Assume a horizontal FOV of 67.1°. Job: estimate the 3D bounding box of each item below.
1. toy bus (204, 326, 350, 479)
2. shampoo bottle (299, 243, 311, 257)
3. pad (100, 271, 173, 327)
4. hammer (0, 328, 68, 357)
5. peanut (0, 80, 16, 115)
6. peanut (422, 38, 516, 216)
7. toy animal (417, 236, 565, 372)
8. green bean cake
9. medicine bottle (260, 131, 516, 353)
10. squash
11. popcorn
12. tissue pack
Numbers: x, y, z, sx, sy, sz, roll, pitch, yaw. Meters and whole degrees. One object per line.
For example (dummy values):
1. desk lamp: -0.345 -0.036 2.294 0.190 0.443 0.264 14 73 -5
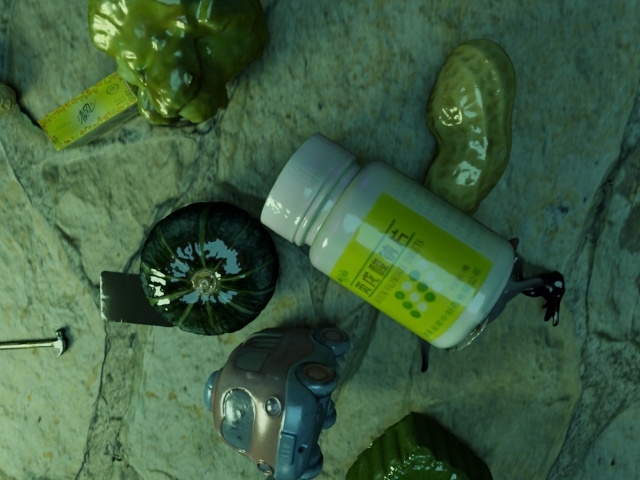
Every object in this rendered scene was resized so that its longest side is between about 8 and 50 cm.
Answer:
1. toy bus: -0.082 0.272 0.885 0.232 0.294 0.197 12 109 10
2. shampoo bottle: 0.000 0.000 0.928 0.165 0.040 0.080 41 99 -9
3. pad: -0.377 0.123 0.998 0.157 0.003 0.112 6 106 1
4. hammer: -0.627 0.226 1.031 0.182 0.017 0.062 -5 105 6
5. peanut: -0.638 -0.257 0.865 0.175 0.080 0.080 -5 105 3
6. peanut: 0.251 -0.180 0.826 0.147 0.147 0.305 -2 110 3
7. toy animal: 0.309 0.121 0.923 0.324 0.090 0.195 -25 103 7
8. green bean cake: 0.206 0.518 1.004 0.247 0.156 0.250 37 104 -6
9. medicine bottle: 0.108 -0.003 0.804 0.379 0.213 0.213 33 105 5
10. squash: -0.202 0.050 0.888 0.252 0.165 0.252 0 106 -1
11. popcorn: -0.212 -0.320 0.756 0.277 0.225 0.276 -3 113 -7
12. tissue pack: -0.390 -0.230 0.852 0.176 0.095 0.062 -27 104 10
